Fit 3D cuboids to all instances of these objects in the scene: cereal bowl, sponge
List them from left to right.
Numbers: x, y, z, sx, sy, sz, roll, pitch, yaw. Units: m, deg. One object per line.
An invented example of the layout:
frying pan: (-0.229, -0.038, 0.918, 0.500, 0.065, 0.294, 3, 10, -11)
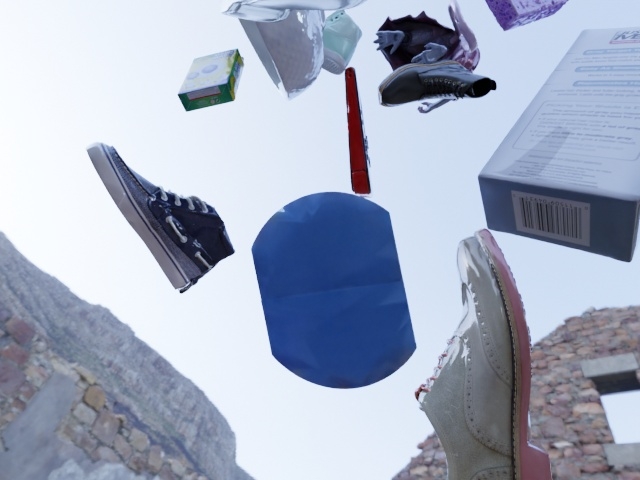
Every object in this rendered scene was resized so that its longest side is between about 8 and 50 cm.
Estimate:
cereal bowl: (-0.087, -0.458, 0.812, 0.141, 0.339, 0.339, -29, -63, 1)
sponge: (0.232, -0.381, 0.548, 0.210, 0.117, 0.031, 62, -25, 4)

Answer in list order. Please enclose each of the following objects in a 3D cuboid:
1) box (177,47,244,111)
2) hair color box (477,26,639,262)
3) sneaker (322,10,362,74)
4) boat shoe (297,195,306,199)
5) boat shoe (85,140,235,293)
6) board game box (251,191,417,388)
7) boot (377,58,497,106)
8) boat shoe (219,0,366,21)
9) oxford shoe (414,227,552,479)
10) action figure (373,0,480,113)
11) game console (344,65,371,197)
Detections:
box: (-0.215, -0.333, 0.849, 0.105, 0.179, 0.043, -9, -46, 9)
hair color box: (0.402, -0.160, 0.599, 0.185, 0.374, 0.114, 20, -29, 43)
sneaker: (-0.015, -0.562, 1.112, 0.255, 0.151, 0.094, 31, -12, 0)
boat shoe: (0.000, 0.000, 1.509, 0.121, 0.110, 0.342, -24, -84, 18)
boat shoe: (-0.307, -0.067, 0.851, 0.158, 0.127, 0.341, -33, -59, -16)
board game box: (0.011, 0.043, 0.372, 0.133, 0.033, 0.169, -12, -91, 22)
boot: (0.226, -0.302, 0.825, 0.197, 0.137, 0.077, -25, -50, -10)
boat shoe: (-0.047, -0.313, 0.481, 0.302, 0.114, 0.091, 31, -57, 48)
oxford shoe: (0.167, 0.149, 0.470, 0.130, 0.349, 0.123, -7, -28, 20)
action figure: (0.317, -0.494, 1.072, 0.275, 0.369, 0.248, -25, -99, 47)
game console: (0.124, -0.305, 1.290, 0.060, 0.386, 0.343, -3, -86, 8)
